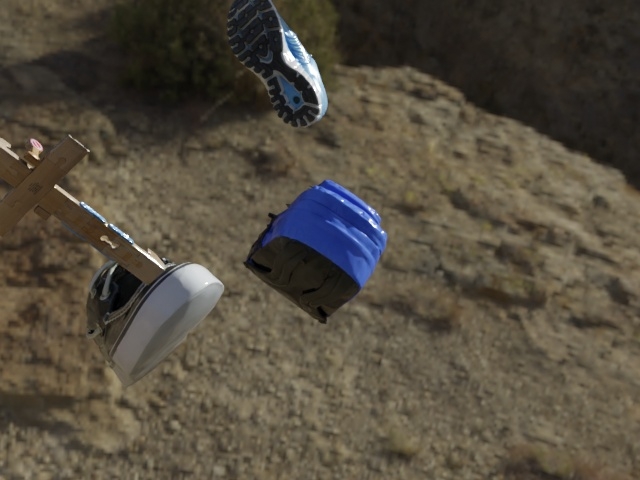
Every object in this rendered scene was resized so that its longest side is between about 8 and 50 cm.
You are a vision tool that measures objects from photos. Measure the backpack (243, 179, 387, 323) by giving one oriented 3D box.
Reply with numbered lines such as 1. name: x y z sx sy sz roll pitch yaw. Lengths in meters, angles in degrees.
1. backpack: 0.000 0.000 0.977 0.098 0.120 0.101 30 70 -7

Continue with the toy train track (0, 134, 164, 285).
1. toy train track: -0.092 -0.012 0.426 0.083 0.048 0.014 40 17 -28

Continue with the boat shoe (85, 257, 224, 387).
1. boat shoe: -0.124 0.047 0.763 0.078 0.219 0.070 -41 89 -23

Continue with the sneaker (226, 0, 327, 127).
1. sneaker: -0.043 -0.193 1.222 0.162 0.063 0.073 63 22 3
